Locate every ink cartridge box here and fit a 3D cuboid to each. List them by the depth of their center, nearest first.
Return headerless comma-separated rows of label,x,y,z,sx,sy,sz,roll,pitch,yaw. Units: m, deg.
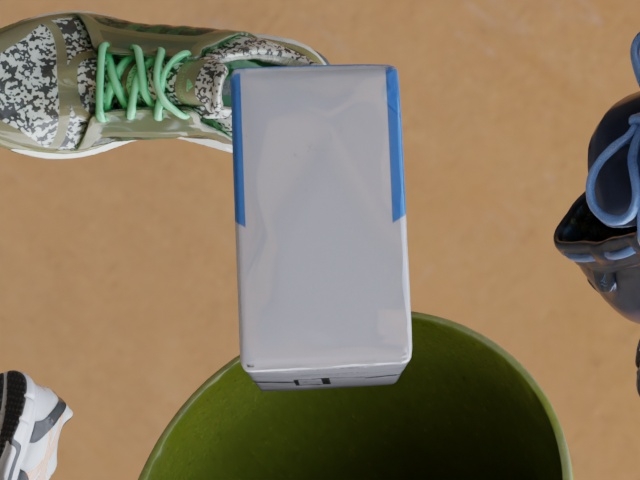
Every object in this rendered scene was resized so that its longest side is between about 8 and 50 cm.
ink cartridge box,0.000,0.000,1.028,0.203,0.086,0.148,83,4,-84

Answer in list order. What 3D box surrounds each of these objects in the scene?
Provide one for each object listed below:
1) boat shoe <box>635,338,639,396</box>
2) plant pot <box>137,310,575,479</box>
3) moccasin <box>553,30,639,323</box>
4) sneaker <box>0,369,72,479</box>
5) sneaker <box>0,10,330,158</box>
boat shoe,0.346,0.094,1.704,0.113,0.127,0.340,-60,-173,-12
plant pot,0.058,0.236,1.243,0.275,0.275,0.293,-47,142,-13
moccasin,0.201,-0.029,1.120,0.137,0.117,0.342,-62,175,-26
sneaker,-0.148,0.119,0.942,0.044,0.040,0.109,29,78,-49
sneaker,-0.156,-0.163,1.976,0.410,0.158,0.182,-2,178,-19
